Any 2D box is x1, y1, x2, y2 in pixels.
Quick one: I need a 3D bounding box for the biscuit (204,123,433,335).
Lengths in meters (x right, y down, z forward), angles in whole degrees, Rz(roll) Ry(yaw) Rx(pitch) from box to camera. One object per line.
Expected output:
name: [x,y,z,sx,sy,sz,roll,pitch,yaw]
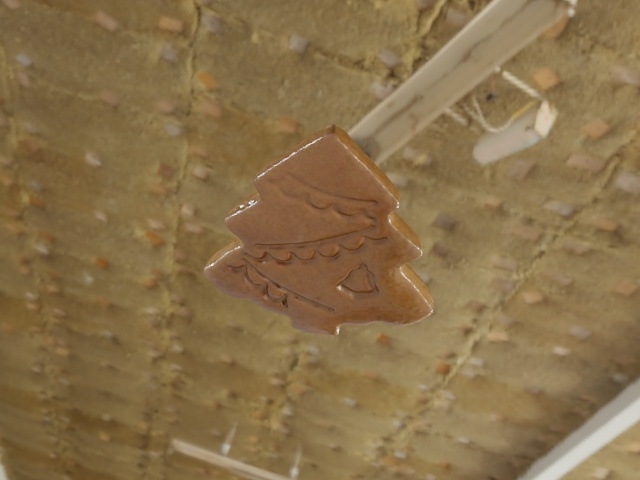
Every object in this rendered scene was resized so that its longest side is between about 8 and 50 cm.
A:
biscuit: [0.000,0.000,1.101,0.283,0.043,0.306,8,-48,6]
